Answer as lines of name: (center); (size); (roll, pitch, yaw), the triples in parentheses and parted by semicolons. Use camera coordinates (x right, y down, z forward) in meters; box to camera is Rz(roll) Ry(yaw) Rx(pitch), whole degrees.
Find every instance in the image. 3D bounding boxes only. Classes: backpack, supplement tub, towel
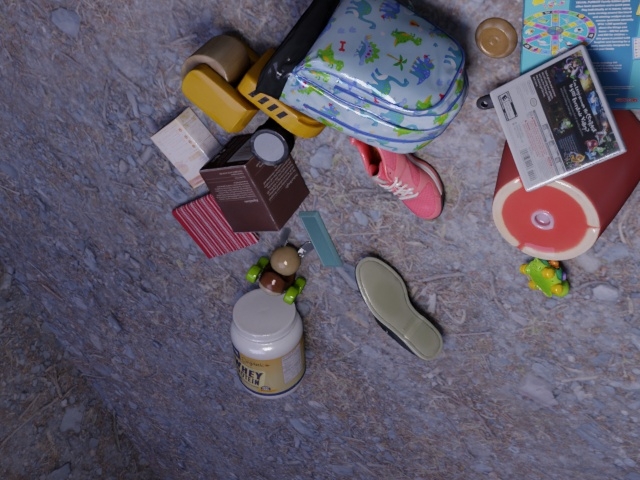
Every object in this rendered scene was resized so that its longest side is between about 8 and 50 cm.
backpack: (0.107, -0.324, 1.378); (0.355, 0.290, 0.273); (38, 154, -12)
supplement tub: (-0.164, 0.325, 2.249); (0.228, 0.228, 0.316); (18, 137, 21)
towel: (-0.318, -0.046, 2.143); (0.274, 0.031, 0.199); (-16, 118, 47)

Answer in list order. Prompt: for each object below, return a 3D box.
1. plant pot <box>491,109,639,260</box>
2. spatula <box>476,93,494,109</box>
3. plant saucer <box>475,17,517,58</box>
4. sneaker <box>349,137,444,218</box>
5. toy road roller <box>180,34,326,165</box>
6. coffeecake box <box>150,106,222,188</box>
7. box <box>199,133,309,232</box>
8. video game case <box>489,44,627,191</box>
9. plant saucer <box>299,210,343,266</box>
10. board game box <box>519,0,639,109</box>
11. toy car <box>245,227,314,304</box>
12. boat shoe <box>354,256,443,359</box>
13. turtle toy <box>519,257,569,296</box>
plant pot: (0.456, -0.110, 1.355); (0.274, 0.243, 0.275); (21, 139, 19)
spatula: (0.431, -0.299, 1.334); (0.296, 0.030, 0.084); (-15, 120, 30)
plant saucer: (0.332, -0.382, 1.358); (0.083, 0.015, 0.084); (20, 138, 20)
sneaker: (0.161, -0.153, 1.613); (0.115, 0.136, 0.314); (-16, 118, 46)
toy road roller: (-0.117, -0.356, 1.579); (0.329, 0.203, 0.240); (38, 129, -9)
coffeecake box: (-0.352, -0.250, 1.948); (0.142, 0.068, 0.185); (-21, 114, 46)
box: (-0.167, -0.149, 1.832); (0.166, 0.168, 0.203); (-2, 127, 37)
video game case: (0.393, -0.201, 1.195); (0.173, 0.022, 0.191); (-24, 78, 34)
plant saucer: (0.000, 0.000, 1.976); (0.067, 0.018, 0.192); (-1, 127, 37)
board game box: (0.460, -0.374, 1.164); (0.253, 0.079, 0.336); (3, 135, 15)
toy car: (-0.099, 0.059, 2.053); (0.155, 0.149, 0.189); (29, 112, 5)
boat shoe: (0.195, 0.185, 1.939); (0.340, 0.127, 0.113); (45, 163, -14)
turtle toy: (0.524, 0.085, 1.634); (0.130, 0.066, 0.095); (53, 161, -23)
